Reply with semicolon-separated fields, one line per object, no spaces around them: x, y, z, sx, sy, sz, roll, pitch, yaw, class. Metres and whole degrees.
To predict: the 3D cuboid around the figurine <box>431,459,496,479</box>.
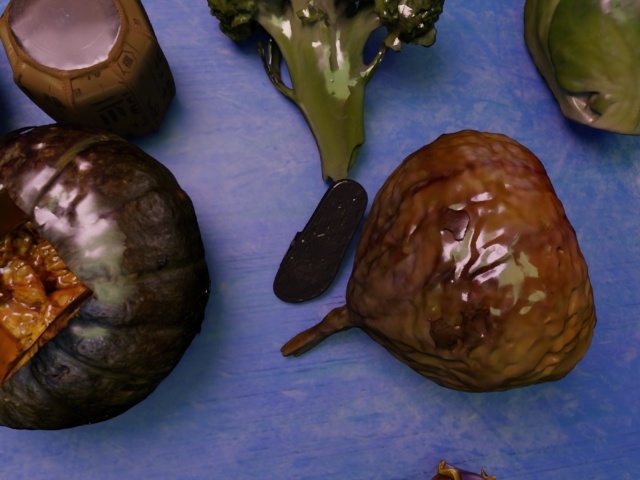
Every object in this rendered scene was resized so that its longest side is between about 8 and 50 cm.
0.122;0.379;0.566;0.263;0.142;0.189;-34;66;-9;figurine

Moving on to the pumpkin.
-0.267;0.035;0.508;0.321;0.192;0.320;0;94;2;pumpkin

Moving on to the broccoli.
0.025;-0.273;0.608;0.254;0.186;0.302;-32;111;25;broccoli

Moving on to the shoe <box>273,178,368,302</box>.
0.000;0.000;0.631;0.071;0.049;0.179;25;104;-16;shoe

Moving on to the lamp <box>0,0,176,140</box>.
-0.251;-0.198;0.550;0.161;0.185;0.161;1;85;-7;lamp

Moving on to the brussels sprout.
0.391;-0.273;0.637;0.220;0.210;0.271;1;100;-2;brussels sprout

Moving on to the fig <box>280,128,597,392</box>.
0.103;0.063;0.555;0.369;0.286;0.286;-28;88;14;fig
